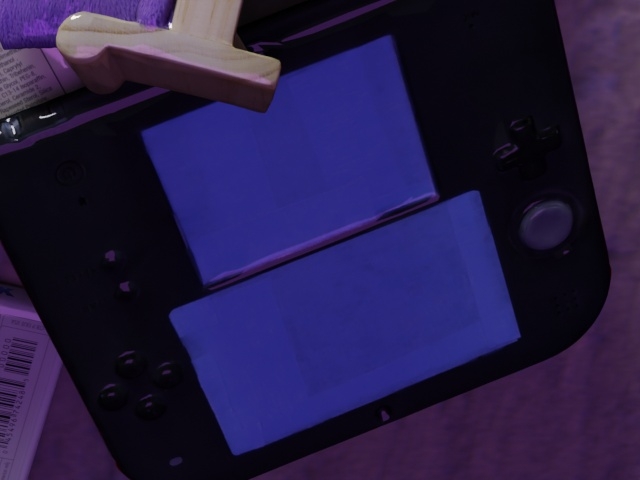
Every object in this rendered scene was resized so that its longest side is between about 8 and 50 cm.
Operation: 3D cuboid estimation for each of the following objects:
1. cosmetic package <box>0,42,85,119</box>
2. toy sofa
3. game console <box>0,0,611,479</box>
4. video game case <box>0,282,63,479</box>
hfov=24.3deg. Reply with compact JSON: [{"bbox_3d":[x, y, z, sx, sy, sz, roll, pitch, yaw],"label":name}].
[{"bbox_3d":[-0.269,-0.178,0.939,0.160,0.113,0.309,-24,116,3],"label":"cosmetic package"},{"bbox_3d":[-0.073,-0.261,0.829,0.177,0.150,0.362,14,89,-5],"label":"toy sofa"},{"bbox_3d":[0.000,0.000,1.015,0.387,0.060,0.342,-22,130,-3],"label":"game console"},{"bbox_3d":[-0.373,0.157,1.131,0.300,0.036,0.329,14,114,-15],"label":"video game case"}]
